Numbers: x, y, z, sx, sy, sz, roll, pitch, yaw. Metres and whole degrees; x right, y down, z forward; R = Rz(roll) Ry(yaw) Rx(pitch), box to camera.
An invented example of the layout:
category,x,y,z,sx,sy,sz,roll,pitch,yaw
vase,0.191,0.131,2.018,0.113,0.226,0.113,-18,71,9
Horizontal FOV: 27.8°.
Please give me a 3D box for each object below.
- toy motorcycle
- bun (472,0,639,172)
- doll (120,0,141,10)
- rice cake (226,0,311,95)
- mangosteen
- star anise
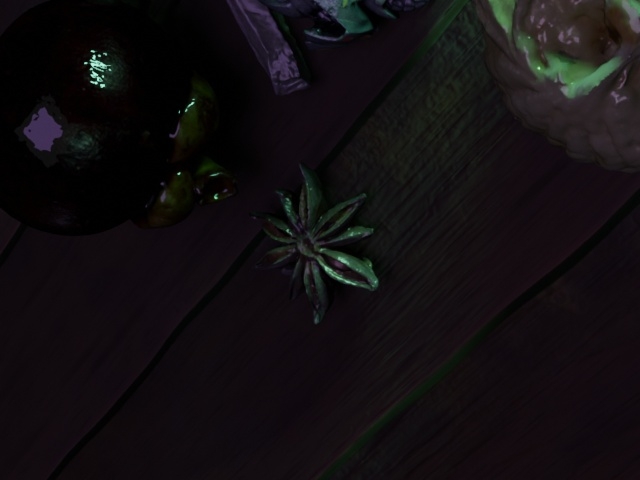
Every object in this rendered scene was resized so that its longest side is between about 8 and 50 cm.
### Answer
category,x,y,z,sx,sy,sz,roll,pitch,yaw
toy motorcycle,-0.022,-0.313,1.443,0.307,0.108,0.173,28,115,7
bun,0.299,-0.227,1.187,0.352,0.227,0.349,-1,106,33
doll,-0.263,-0.339,1.637,0.150,0.077,0.115,-22,84,50
rice cake,-0.089,-0.292,1.545,0.055,0.049,0.270,-31,89,17
mangosteen,-0.260,-0.136,1.585,0.347,0.307,0.307,24,126,-11
star anise,0.000,0.000,1.590,0.195,0.065,0.182,41,121,20
